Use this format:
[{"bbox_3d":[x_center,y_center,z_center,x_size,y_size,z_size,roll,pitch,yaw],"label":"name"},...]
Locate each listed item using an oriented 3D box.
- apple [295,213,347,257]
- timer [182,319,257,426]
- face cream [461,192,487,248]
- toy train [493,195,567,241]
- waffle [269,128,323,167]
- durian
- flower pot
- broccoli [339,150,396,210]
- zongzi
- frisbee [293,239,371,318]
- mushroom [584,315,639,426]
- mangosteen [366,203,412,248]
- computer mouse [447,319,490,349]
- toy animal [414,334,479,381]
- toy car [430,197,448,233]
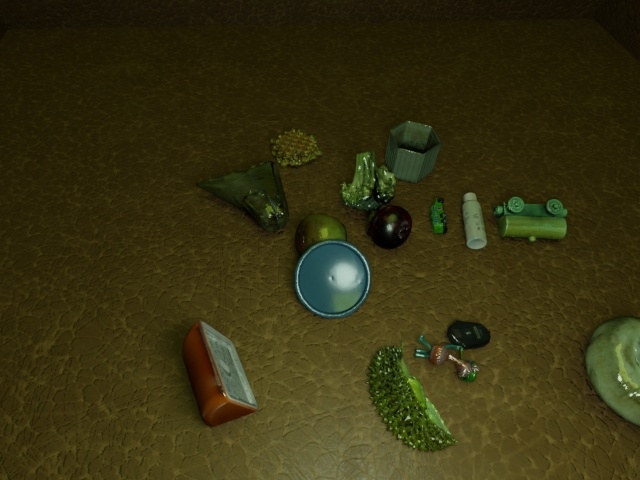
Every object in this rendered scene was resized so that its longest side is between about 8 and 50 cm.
[{"bbox_3d":[0.000,0.000,1.574,0.207,0.174,0.188,-9,50,11],"label":"apple"},{"bbox_3d":[-0.313,0.395,1.207,0.161,0.250,0.257,-21,57,-17],"label":"timer"},{"bbox_3d":[0.647,-0.091,1.719,0.082,0.082,0.269,6,53,2],"label":"face cream"},{"bbox_3d":[0.888,-0.084,1.720,0.307,0.126,0.189,3,86,-1],"label":"toy train"},{"bbox_3d":[-0.122,-0.452,1.971,0.243,0.058,0.238,-24,55,-22],"label":"waffle"},{"bbox_3d":[0.264,0.491,1.276,0.169,0.157,0.355,9,44,-43],"label":"durian"},{"bbox_3d":[0.423,-0.409,1.876,0.209,0.189,0.239,-9,53,-8],"label":"flower pot"},{"bbox_3d":[0.215,-0.253,1.704,0.263,0.243,0.247,-13,15,-13],"label":"broccoli"},{"bbox_3d":[-0.324,-0.163,1.674,0.360,0.160,0.323,-10,54,-10],"label":"zongzi"},{"bbox_3d":[0.044,0.139,1.480,0.289,0.049,0.289,1,87,-11],"label":"frisbee"},{"bbox_3d":[1.018,0.402,1.261,0.352,0.260,0.352,5,53,-6],"label":"mushroom"},{"bbox_3d":[0.268,-0.062,1.629,0.200,0.200,0.200,1,53,-2],"label":"mangosteen"},{"bbox_3d":[0.513,0.333,1.416,0.172,0.057,0.099,2,51,-16],"label":"computer mouse"},{"bbox_3d":[0.420,0.385,1.347,0.208,0.100,0.103,19,53,16],"label":"toy animal"},{"bbox_3d":[0.504,-0.106,1.731,0.062,0.071,0.165,-5,53,11],"label":"toy car"}]
